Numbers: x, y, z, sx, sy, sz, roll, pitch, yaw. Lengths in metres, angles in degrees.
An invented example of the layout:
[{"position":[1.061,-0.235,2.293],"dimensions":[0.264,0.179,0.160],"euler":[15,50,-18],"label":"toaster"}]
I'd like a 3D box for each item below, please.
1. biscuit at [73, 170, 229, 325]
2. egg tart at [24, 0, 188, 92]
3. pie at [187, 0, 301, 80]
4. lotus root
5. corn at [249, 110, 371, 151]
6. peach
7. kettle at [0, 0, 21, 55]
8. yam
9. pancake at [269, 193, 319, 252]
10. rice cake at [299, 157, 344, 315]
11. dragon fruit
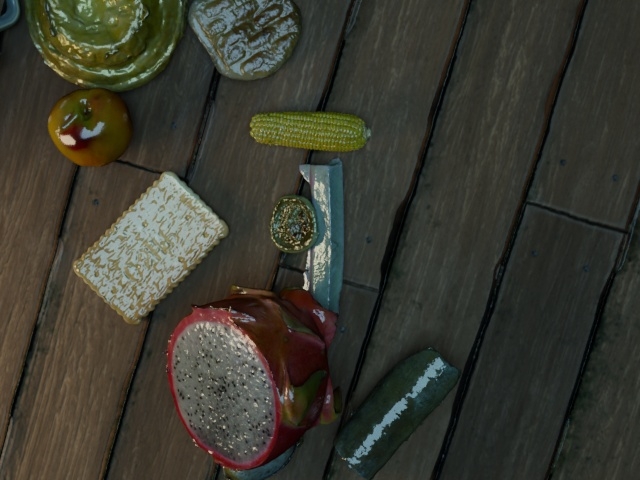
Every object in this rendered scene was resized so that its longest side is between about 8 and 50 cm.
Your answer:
[{"position":[-0.294,0.014,1.904],"dimensions":[0.160,0.030,0.249],"euler":[44,94,-4],"label":"biscuit"},{"position":[-0.363,-0.393,1.825],"dimensions":[0.291,0.115,0.290],"euler":[0,96,-2],"label":"egg tart"},{"position":[-0.123,-0.370,1.856],"dimensions":[0.195,0.046,0.195],"euler":[0,94,-2],"label":"pie"},{"position":[-0.098,0.373,1.917],"dimensions":[0.165,0.088,0.088],"euler":[-28,95,-7],"label":"lotus root"},{"position":[-0.017,-0.187,1.866],"dimensions":[0.207,0.067,0.067],"euler":[2,96,1],"label":"corn"},{"position":[-0.384,-0.187,1.837],"dimensions":[0.138,0.138,0.138],"euler":[0,96,0],"label":"peach"},{"position":[-0.607,-0.395,1.817],"dimensions":[0.211,0.160,0.243],"euler":[-4,90,-18],"label":"kettle"},{"position":[0.129,0.294,1.895],"dimensions":[0.106,0.106,0.259],"euler":[40,94,-4],"label":"yam"},{"position":[-0.047,-0.029,1.887],"dimensions":[0.108,0.017,0.108],"euler":[3,97,29],"label":"pancake"},{"position":[0.002,0.002,1.898],"dimensions":[0.081,0.051,0.290],"euler":[3,96,33],"label":"rice cake"},{"position":[-0.090,0.211,1.821],"dimensions":[0.306,0.226,0.305],"euler":[14,112,38],"label":"dragon fruit"}]
